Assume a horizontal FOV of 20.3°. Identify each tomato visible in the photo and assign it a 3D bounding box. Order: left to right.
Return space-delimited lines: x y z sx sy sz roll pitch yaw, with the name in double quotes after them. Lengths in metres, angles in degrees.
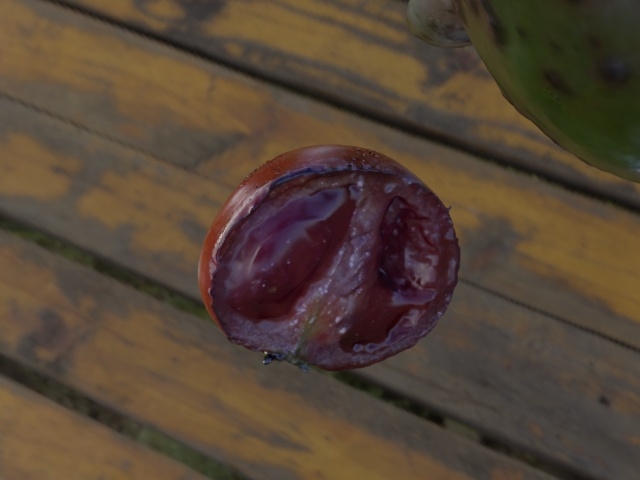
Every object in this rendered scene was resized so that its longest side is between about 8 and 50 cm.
0.000 0.000 1.268 0.173 0.189 0.099 -58 35 23 "tomato"

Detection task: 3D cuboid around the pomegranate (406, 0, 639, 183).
0.093 -0.099 0.415 0.248 0.202 0.202 -27 50 59 "pomegranate"
